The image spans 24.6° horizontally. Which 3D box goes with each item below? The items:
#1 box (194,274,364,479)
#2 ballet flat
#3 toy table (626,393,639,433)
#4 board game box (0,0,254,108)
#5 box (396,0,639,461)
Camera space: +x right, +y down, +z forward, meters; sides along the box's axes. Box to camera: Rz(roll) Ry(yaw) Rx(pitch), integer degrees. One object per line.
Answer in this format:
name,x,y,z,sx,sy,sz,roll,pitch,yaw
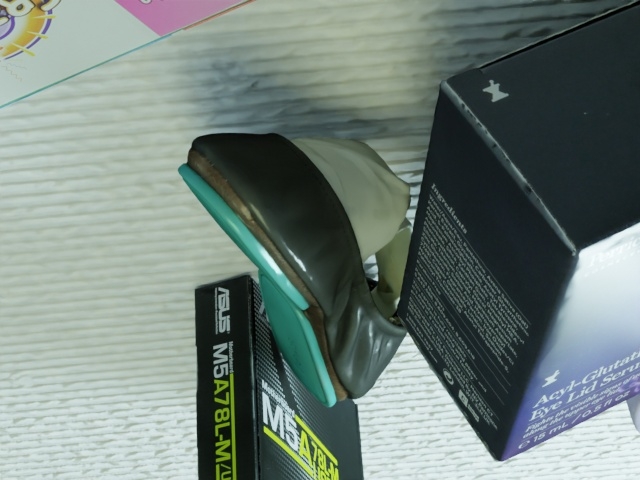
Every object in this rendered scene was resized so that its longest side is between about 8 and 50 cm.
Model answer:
box,-0.020,0.146,0.906,0.045,0.184,0.190,-14,144,17
ballet flat,0.000,0.000,0.782,0.096,0.095,0.280,-39,156,-8
toy table,0.324,0.111,0.856,0.274,0.161,0.252,-32,138,30
board game box,-0.173,-0.171,0.531,0.242,0.064,0.316,-19,143,21
box,0.136,-0.005,0.725,0.153,0.108,0.207,-24,151,-18
